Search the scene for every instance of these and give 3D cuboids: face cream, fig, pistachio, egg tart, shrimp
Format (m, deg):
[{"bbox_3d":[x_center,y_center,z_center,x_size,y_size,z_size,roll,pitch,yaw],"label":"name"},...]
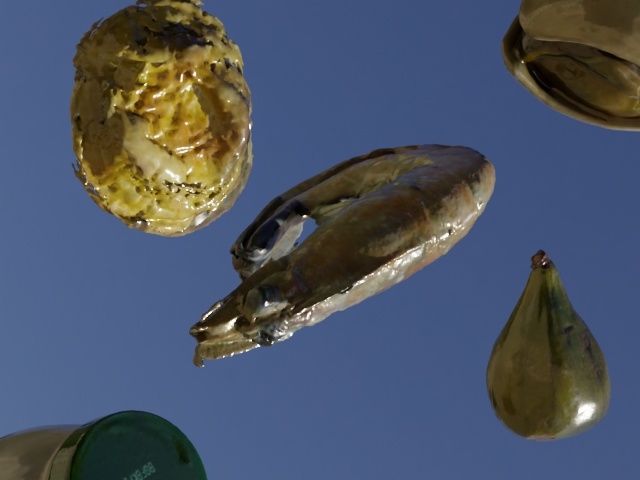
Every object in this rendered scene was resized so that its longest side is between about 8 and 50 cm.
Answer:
[{"bbox_3d":[-0.323,0.347,2.428,0.357,0.312,0.219,-23,-117,50],"label":"face cream"},{"bbox_3d":[0.220,0.113,1.912,0.126,0.133,0.185,-30,-106,51],"label":"fig"},{"bbox_3d":[0.261,-0.162,1.529,0.138,0.237,0.153,116,-38,-48],"label":"pistachio"},{"bbox_3d":[-0.165,-0.146,2.197,0.132,0.297,0.297,4,-64,46],"label":"egg tart"},{"bbox_3d":[0.000,0.000,0.990,0.126,0.223,0.047,10,-58,43],"label":"shrimp"}]
